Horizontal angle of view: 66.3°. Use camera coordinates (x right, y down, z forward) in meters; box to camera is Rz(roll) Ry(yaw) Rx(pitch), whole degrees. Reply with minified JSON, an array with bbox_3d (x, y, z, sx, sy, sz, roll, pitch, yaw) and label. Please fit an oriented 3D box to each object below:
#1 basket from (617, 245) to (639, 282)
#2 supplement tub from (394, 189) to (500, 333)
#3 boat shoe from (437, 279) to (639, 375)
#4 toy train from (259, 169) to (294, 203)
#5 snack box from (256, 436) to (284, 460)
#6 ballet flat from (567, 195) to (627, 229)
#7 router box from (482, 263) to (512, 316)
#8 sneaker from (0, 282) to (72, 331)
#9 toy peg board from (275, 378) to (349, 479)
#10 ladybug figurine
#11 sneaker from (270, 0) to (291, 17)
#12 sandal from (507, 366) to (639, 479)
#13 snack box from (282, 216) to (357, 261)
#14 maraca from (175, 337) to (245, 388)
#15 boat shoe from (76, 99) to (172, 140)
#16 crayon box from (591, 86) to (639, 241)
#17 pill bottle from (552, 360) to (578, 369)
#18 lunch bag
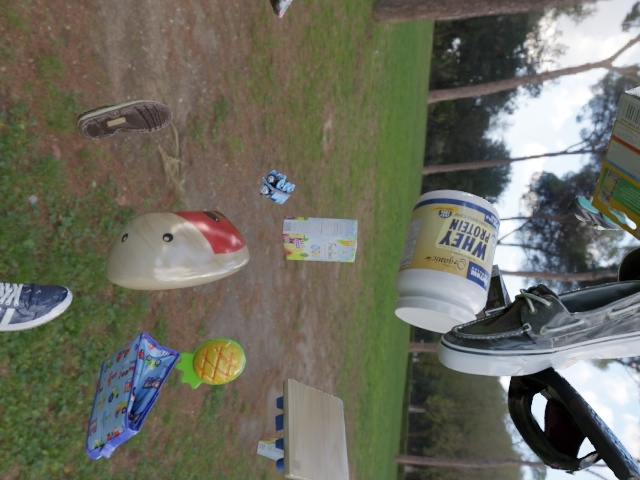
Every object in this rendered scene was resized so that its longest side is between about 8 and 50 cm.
[{"bbox_3d":[0.808,0.123,1.173,0.226,0.154,0.205,17,47,-57],"label":"basket"},{"bbox_3d":[0.317,0.057,1.242,0.228,0.228,0.317,65,39,-64],"label":"supplement tub"},{"bbox_3d":[0.343,0.122,0.757,0.121,0.334,0.119,-110,-168,-77],"label":"boat shoe"},{"bbox_3d":[-0.172,-0.205,1.910,0.105,0.080,0.184,-48,163,11],"label":"toy train"},{"bbox_3d":[-0.092,0.589,1.365,0.100,0.141,0.037,23,75,-57],"label":"snack box"},{"bbox_3d":[0.902,-0.080,1.612,0.074,0.203,0.074,-63,-174,12],"label":"ballet flat"},{"bbox_3d":[0.648,0.261,1.755,0.243,0.080,0.309,64,23,-16],"label":"router box"},{"bbox_3d":[-0.688,0.111,1.023,0.099,0.281,0.153,-109,-167,-46],"label":"sneaker"},{"bbox_3d":[-0.032,0.359,0.889,0.160,0.079,0.161,35,37,-39],"label":"toy peg board"},{"bbox_3d":[-0.331,0.010,1.177,0.449,0.304,0.162,-44,132,-84],"label":"ladybug figurine"},{"bbox_3d":[-0.075,-0.404,0.793,0.057,0.047,0.119,29,30,-29],"label":"sneaker"},{"bbox_3d":[0.360,0.272,0.781,0.168,0.107,0.446,48,7,-7],"label":"sandal"},{"bbox_3d":[0.000,0.000,1.406,0.175,0.206,0.070,86,6,-67],"label":"snack box"},{"bbox_3d":[-0.293,0.329,1.313,0.099,0.185,0.127,-102,175,-85],"label":"maraca"},{"bbox_3d":[-0.557,-0.355,1.389,0.257,0.095,0.095,-17,129,-32],"label":"boat shoe"},{"bbox_3d":[0.769,-0.169,1.140,0.203,0.083,0.323,-118,-166,-48],"label":"crayon box"},{"bbox_3d":[0.679,0.273,1.366,0.246,0.136,0.136,-48,-168,30],"label":"pill bottle"},{"bbox_3d":[-0.534,0.436,1.329,0.138,0.220,0.293,40,33,-26],"label":"lunch bag"}]
